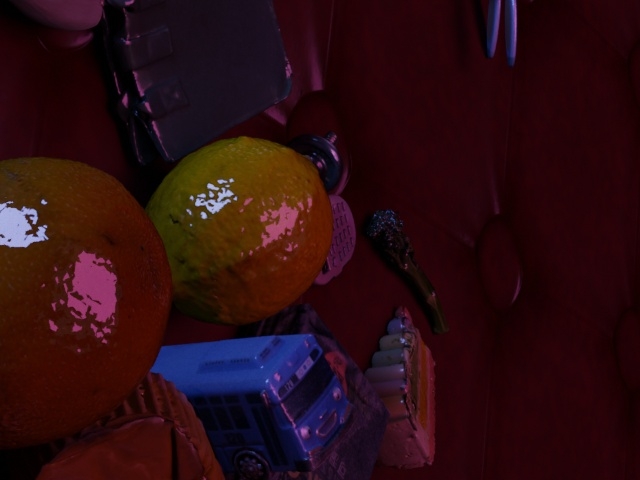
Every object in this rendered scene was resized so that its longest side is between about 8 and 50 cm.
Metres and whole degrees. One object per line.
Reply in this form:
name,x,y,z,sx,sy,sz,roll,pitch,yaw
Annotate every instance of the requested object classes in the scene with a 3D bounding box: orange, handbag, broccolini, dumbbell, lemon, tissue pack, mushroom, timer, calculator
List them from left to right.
mushroom,-0.292,-0.268,1.692,0.225,0.093,0.116,6,61,-48
orange,-0.260,0.058,1.542,0.264,0.264,0.264,12,75,-56
handbag,-0.147,-0.231,1.913,0.260,0.079,0.247,-35,117,-51
lemon,-0.087,-0.011,1.862,0.231,0.192,0.192,-42,124,-23
tissue pack,-0.040,0.260,1.988,0.228,0.103,0.316,54,43,-37
dumbbell,-0.028,-0.064,2.064,0.110,0.110,0.254,68,30,-24
calculator,0.000,0.000,2.164,0.166,0.024,0.103,-35,115,-56
broccolini,0.121,0.045,2.338,0.054,0.051,0.239,-35,133,-4
timer,0.246,-0.399,2.525,0.175,0.175,0.255,9,107,-57

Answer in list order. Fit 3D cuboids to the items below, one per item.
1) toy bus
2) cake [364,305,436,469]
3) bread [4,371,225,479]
toy bus,-0.095,0.170,1.795,0.116,0.234,0.134,-45,121,-51
cake,0.096,0.194,2.273,0.225,0.090,0.109,-81,148,-55
bread,-0.187,0.262,1.688,0.156,0.204,0.288,-124,-170,-63
